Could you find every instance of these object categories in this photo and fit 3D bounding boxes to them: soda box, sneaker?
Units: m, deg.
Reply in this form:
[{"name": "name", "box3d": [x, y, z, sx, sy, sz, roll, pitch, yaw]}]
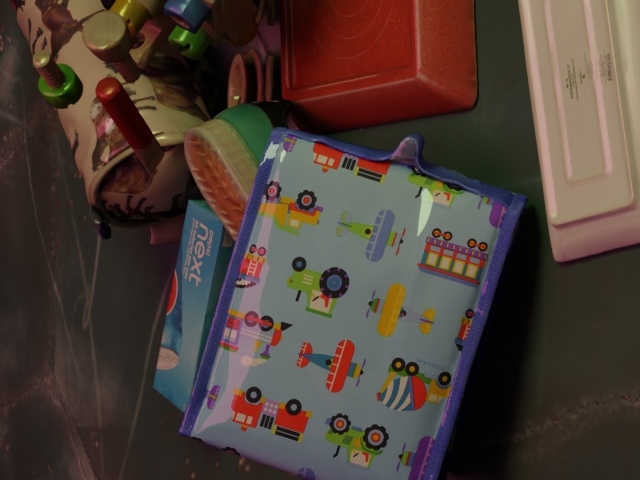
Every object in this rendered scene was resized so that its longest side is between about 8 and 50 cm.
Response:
[{"name": "soda box", "box3d": [-0.110, 0.067, 1.807, 0.071, 0.067, 0.210, 31, 114, 48]}, {"name": "sneaker", "box3d": [0.000, 0.000, 1.637, 0.302, 0.121, 0.108, 59, 154, 5]}]

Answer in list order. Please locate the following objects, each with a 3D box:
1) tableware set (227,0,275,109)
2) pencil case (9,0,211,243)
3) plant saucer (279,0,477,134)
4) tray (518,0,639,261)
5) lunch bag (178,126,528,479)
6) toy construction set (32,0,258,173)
[{"name": "tableware set", "box3d": [-0.079, -0.200, 1.748, 0.128, 0.039, 0.194, -160, 71, -74]}, {"name": "pencil case", "box3d": [-0.232, -0.195, 1.888, 0.410, 0.160, 0.183, 63, 149, 31]}, {"name": "plant saucer", "box3d": [0.038, -0.236, 1.627, 0.258, 0.047, 0.259, -5, 87, 53]}, {"name": "tray", "box3d": [0.211, -0.126, 1.412, 0.145, 0.030, 0.270, -16, 77, 51]}, {"name": "lunch bag", "box3d": [0.034, 0.050, 1.489, 0.221, 0.138, 0.293, 18, 103, 9]}, {"name": "toy construction set", "box3d": [-0.147, -0.205, 1.655, 0.257, 0.237, 0.309, 2, 64, 16]}]
